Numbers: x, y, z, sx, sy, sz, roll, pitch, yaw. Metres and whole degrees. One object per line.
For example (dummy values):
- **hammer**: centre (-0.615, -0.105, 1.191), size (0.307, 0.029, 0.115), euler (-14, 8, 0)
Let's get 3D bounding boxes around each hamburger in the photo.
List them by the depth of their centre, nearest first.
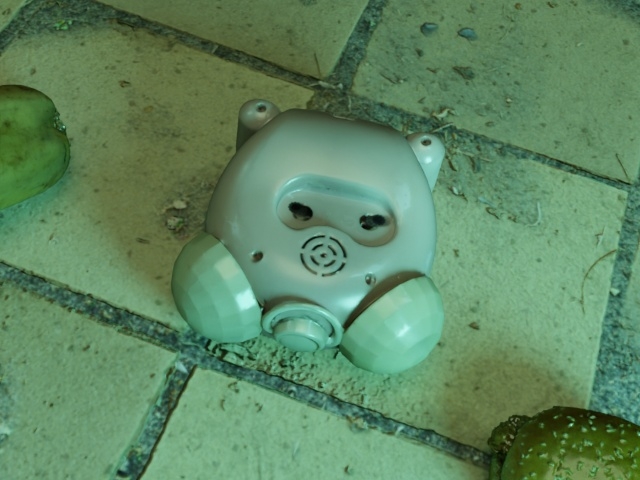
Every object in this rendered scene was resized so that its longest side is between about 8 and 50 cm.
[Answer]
- **hamburger**: centre (0.293, 0.280, 1.047), size (0.215, 0.122, 0.189), euler (17, 57, 7)

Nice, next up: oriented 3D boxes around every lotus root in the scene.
- **lotus root**: centre (-0.448, -0.114, 1.184), size (0.284, 0.146, 0.160), euler (-28, 78, -41)

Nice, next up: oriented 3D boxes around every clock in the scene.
- **clock**: centre (0.000, 0.000, 1.180), size (0.342, 0.184, 0.326), euler (9, 59, 5)
